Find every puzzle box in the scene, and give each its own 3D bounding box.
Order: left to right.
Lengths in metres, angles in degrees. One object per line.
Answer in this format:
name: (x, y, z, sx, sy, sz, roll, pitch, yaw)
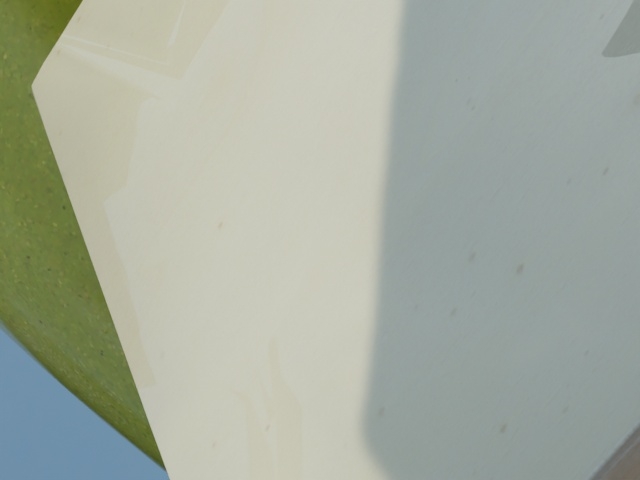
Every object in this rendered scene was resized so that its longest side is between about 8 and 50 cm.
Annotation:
puzzle box: (0.077, -0.097, 0.458, 0.052, 0.409, 0.272, 16, -146, -35)

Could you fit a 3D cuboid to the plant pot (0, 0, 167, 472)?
plant pot: (0.000, 0.000, 0.792, 0.293, 0.275, 0.275, 53, -157, 13)
